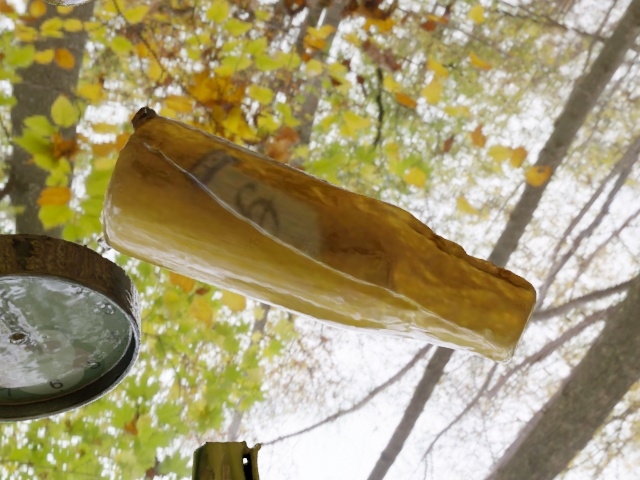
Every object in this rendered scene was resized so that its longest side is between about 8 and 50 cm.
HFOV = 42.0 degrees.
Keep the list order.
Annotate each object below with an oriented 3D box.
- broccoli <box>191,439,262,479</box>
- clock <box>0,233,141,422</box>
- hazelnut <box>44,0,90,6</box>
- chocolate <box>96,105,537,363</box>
[{"bbox_3d":[-0.128,0.416,1.000,0.375,0.249,0.302,9,-161,-17],"label":"broccoli"},{"bbox_3d":[-0.389,0.123,1.069,0.319,0.318,0.066,1,-136,-21],"label":"clock"},{"bbox_3d":[-0.463,-0.550,1.541,0.230,0.229,0.229,12,-133,-13],"label":"hazelnut"},{"bbox_3d":[0.000,0.000,0.852,0.446,0.162,0.162,19,-136,10],"label":"chocolate"}]
